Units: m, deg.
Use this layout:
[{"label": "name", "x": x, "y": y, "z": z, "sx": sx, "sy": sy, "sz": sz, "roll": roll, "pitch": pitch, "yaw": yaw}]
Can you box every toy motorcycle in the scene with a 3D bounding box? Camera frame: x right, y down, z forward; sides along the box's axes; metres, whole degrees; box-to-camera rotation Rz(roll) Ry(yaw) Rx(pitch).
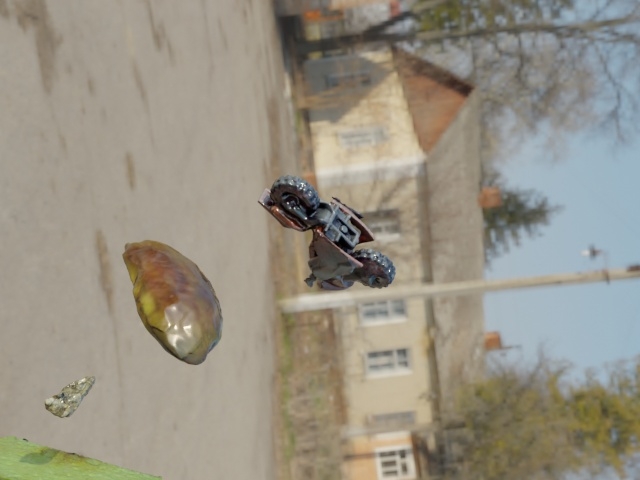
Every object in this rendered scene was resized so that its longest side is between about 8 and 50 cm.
[{"label": "toy motorcycle", "x": 0.000, "y": 0.000, "z": 1.399, "sx": 0.212, "sy": 0.118, "sz": 0.084, "roll": 43, "pitch": 52, "yaw": -21}]

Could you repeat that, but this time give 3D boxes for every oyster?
[{"label": "oyster", "x": -0.359, "y": 0.227, "z": 1.534, "sx": 0.038, "sy": 0.083, "sz": 0.081, "roll": 54, "pitch": -17, "yaw": 12}]

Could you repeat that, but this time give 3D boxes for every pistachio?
[{"label": "pistachio", "x": -0.123, "y": 0.045, "z": 0.933, "sx": 0.089, "sy": 0.049, "sz": 0.173, "roll": 40, "pitch": 13, "yaw": -37}]

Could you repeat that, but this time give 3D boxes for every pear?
[{"label": "pear", "x": -0.421, "y": 0.408, "z": 1.649, "sx": 0.239, "sy": 0.288, "sz": 0.139, "roll": 54, "pitch": 50, "yaw": -78}]
